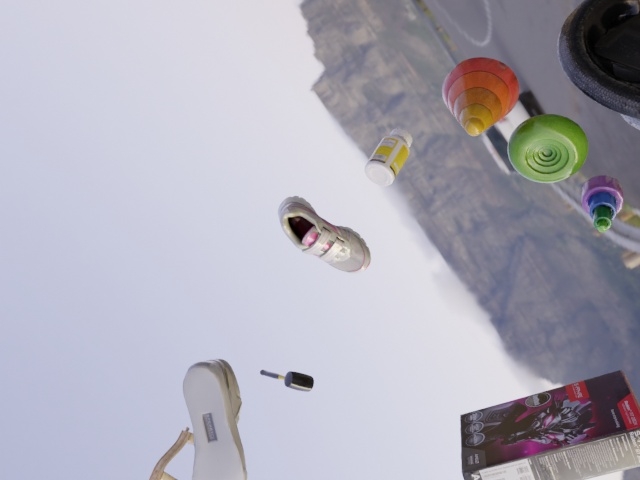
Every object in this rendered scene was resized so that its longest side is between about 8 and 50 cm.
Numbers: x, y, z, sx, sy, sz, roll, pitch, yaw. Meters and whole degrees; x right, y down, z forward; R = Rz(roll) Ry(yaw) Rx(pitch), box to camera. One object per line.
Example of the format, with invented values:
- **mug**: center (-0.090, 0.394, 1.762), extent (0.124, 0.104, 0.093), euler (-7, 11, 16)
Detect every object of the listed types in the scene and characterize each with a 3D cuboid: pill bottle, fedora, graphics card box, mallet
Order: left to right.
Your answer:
- **mallet**: center (-0.093, 0.309, 1.778), extent (0.062, 0.190, 0.039), euler (22, -103, -37)
- **pill bottle**: center (0.141, -0.170, 1.578), extent (0.065, 0.065, 0.116), euler (50, -124, -27)
- **graphics card box**: center (0.475, 0.402, 1.610), extent (0.233, 0.371, 0.094), euler (-64, -49, -69)
- **fedora**: center (0.545, -0.270, 1.247), extent (0.152, 0.334, 0.334), euler (64, -176, -52)

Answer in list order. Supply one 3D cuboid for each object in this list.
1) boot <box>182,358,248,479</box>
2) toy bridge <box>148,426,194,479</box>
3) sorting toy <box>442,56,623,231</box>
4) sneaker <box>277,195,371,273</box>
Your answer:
- **boot**: center (-0.160, 0.323, 1.305), extent (0.123, 0.095, 0.258), euler (5, -103, -78)
- **toy bridge**: center (-0.265, 0.409, 1.345), extent (0.063, 0.026, 0.188), euler (54, -131, -48)
- **sorting toy**: center (0.338, -0.130, 1.232), extent (0.366, 0.127, 0.126), euler (36, -140, -13)
- **sneaker**: center (0.000, 0.000, 1.802), extent (0.252, 0.103, 0.111), euler (32, -162, 1)
